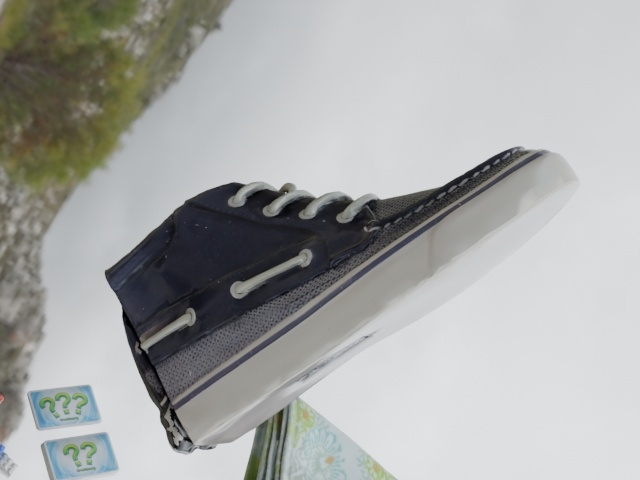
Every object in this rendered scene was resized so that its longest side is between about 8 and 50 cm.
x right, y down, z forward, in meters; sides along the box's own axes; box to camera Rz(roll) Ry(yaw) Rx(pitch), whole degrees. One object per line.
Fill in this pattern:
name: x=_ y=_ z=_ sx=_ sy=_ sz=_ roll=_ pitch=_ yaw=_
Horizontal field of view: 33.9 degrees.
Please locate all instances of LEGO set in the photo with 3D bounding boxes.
LEGO set: x=-0.315 y=0.224 z=1.065 sx=0.060 sy=0.244 sz=0.182 roll=-51 pitch=-128 yaw=40

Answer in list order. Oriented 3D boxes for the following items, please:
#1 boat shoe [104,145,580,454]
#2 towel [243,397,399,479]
boat shoe: x=0.000 y=0.000 z=0.742 sx=0.341 sy=0.158 sz=0.127 roll=-34 pitch=164 yaw=7
towel: x=0.032 y=0.422 z=1.434 sx=0.090 sy=0.374 sz=0.320 roll=-30 pitch=-152 yaw=31
